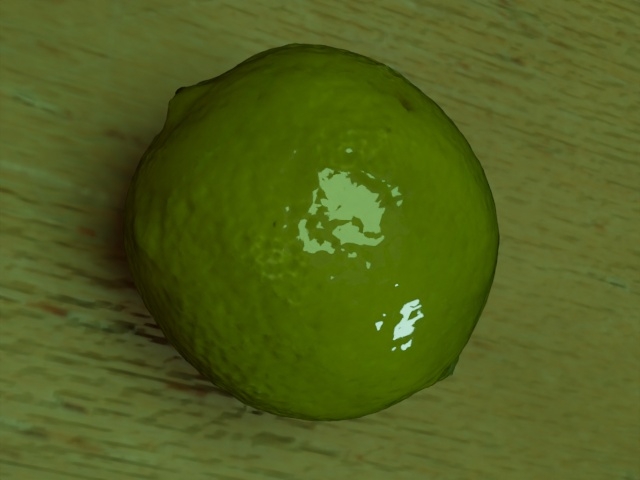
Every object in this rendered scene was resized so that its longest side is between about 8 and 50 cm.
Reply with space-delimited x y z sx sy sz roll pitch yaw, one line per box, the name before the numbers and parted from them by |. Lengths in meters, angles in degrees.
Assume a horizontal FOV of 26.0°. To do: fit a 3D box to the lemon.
lemon | 0.000 0.000 0.684 0.203 0.178 0.178 45 63 -16
